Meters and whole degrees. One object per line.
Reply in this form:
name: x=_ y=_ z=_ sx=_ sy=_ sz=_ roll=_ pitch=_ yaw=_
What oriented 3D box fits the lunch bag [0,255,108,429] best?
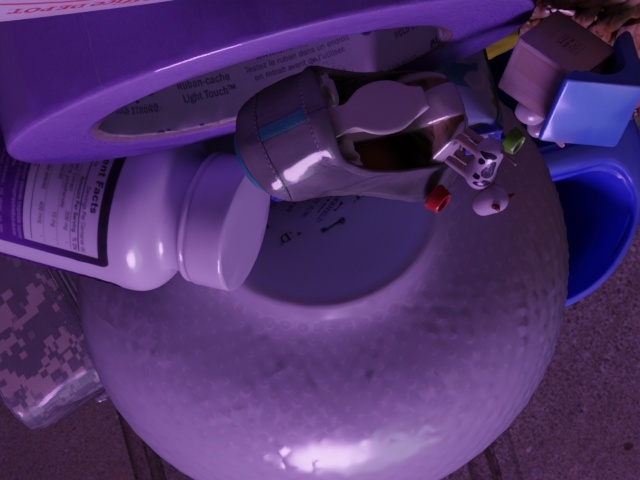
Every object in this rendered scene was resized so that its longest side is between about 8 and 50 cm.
lunch bag: x=-0.171 y=0.009 z=1.462 sx=0.256 sy=0.213 sz=0.305 roll=-32 pitch=178 yaw=-4

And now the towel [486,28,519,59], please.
towel: x=0.104 y=-0.139 z=1.295 sx=0.102 sy=0.021 sz=0.237 roll=-14 pitch=175 yaw=-33

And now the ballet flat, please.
ballet flat: x=0.038 y=-0.057 z=0.901 sx=0.068 sy=0.072 sz=0.213 roll=-28 pitch=171 yaw=31

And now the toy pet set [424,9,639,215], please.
toy pet set: x=0.127 y=-0.061 z=0.918 sx=0.122 sy=0.065 sz=0.114 roll=-38 pitch=158 yaw=-41

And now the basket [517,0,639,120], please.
basket: x=0.236 y=-0.188 z=0.970 sx=0.213 sy=0.223 sz=0.299 roll=18 pitch=175 yaw=-1

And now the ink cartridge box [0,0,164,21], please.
ink cartridge box: x=-0.072 y=-0.134 z=0.660 sx=0.115 sy=0.067 sz=0.198 roll=-13 pitch=176 yaw=-41

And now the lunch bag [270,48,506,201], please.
lunch bag: x=0.026 y=-0.103 z=1.074 sx=0.151 sy=0.129 sz=0.096 roll=-14 pitch=174 yaw=9

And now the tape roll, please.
tape roll: x=-0.035 y=-0.119 z=0.891 sx=0.274 sy=0.090 sz=0.275 roll=-15 pitch=177 yaw=-1

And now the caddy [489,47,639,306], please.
caddy: x=0.107 y=-0.045 z=1.485 sx=0.341 sy=0.241 sz=0.179 roll=-15 pitch=-177 yaw=-20

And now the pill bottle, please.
pill bottle: x=-0.133 y=-0.031 z=1.059 sx=0.193 sy=0.108 sz=0.108 roll=14 pitch=-175 yaw=15

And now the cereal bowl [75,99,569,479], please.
cereal bowl: x=0.000 y=0.000 z=1.166 sx=0.338 sy=0.339 sz=0.141 roll=-15 pitch=157 yaw=-5
